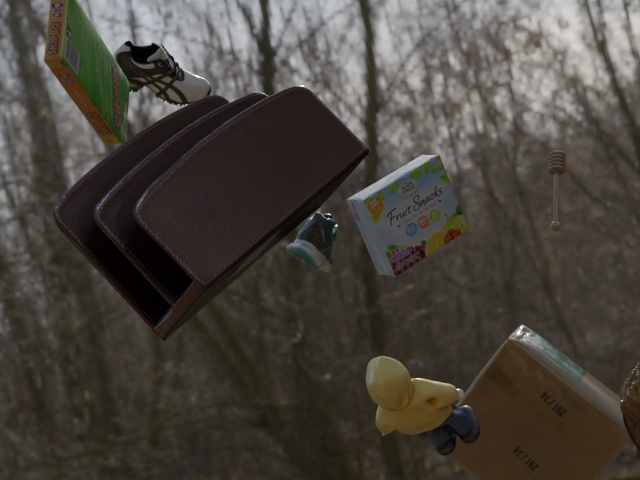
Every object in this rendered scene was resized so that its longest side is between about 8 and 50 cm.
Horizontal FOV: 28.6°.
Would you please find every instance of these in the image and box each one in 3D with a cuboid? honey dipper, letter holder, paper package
[{"bbox_3d":[0.421,-0.088,2.241,0.031,0.160,0.030,6,-31,4],"label":"honey dipper"},{"bbox_3d":[-0.132,-0.072,1.467,0.302,0.214,0.152,-41,-3,-36],"label":"letter holder"},{"bbox_3d":[0.452,0.394,2.630,0.309,0.325,0.168,-55,-11,15],"label":"paper package"}]

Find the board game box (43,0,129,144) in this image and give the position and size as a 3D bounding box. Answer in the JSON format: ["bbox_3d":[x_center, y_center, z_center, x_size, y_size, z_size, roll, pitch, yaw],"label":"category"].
[{"bbox_3d":[-0.341,-0.249,1.866,0.039,0.124,0.259,-7,-27,13],"label":"board game box"}]

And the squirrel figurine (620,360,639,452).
[{"bbox_3d":[0.718,0.311,2.083,0.371,0.397,0.281,-25,-35,3],"label":"squirrel figurine"}]

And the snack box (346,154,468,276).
[{"bbox_3d":[0.176,-0.052,2.517,0.207,0.174,0.070,-31,17,-27],"label":"snack box"}]

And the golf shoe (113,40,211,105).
[{"bbox_3d":[-0.283,-0.306,2.281,0.198,0.077,0.094,10,-44,-24],"label":"golf shoe"}]

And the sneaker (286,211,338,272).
[{"bbox_3d":[0.000,0.000,1.747,0.065,0.076,0.166,29,-2,3],"label":"sneaker"}]

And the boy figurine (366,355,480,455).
[{"bbox_3d":[0.170,0.307,2.306,0.177,0.092,0.285,-33,-47,24],"label":"boy figurine"}]
